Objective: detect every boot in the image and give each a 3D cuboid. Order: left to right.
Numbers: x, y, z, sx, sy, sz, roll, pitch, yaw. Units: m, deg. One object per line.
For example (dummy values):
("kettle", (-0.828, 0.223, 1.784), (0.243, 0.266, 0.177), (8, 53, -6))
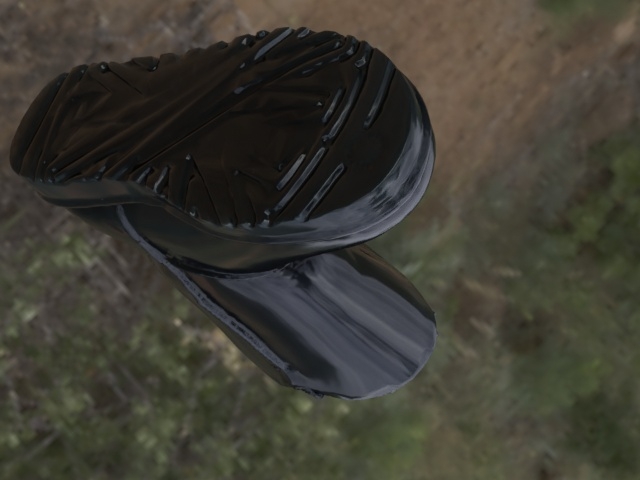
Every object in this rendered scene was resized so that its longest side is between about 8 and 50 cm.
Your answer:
("boot", (0.000, 0.000, 0.720), (0.207, 0.246, 0.094), (40, 65, -39))
